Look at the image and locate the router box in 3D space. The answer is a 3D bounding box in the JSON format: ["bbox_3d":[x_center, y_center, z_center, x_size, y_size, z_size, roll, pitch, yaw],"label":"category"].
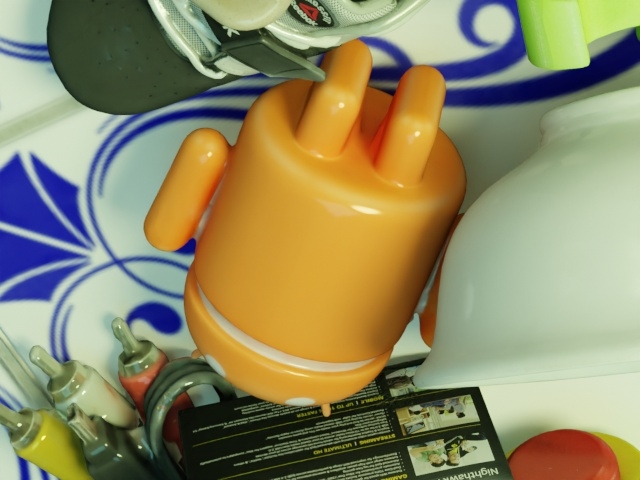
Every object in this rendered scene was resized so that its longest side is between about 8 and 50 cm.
[{"bbox_3d":[0.013,0.132,1.128,0.179,0.133,0.046,-12,121,-2],"label":"router box"}]

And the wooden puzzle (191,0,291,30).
[{"bbox_3d":[-0.067,-0.248,0.900,0.221,0.044,0.238,40,123,29],"label":"wooden puzzle"}]

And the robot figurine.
[{"bbox_3d":[0.002,0.001,1.075,0.158,0.128,0.219,-4,132,-34],"label":"robot figurine"}]

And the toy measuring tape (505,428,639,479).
[{"bbox_3d":[0.094,0.170,1.192,0.330,0.121,0.121,-2,123,25],"label":"toy measuring tape"}]

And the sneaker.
[{"bbox_3d":[-0.020,-0.144,0.977,0.331,0.146,0.122,-30,115,27],"label":"sneaker"}]

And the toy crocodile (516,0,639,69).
[{"bbox_3d":[0.258,-0.136,0.943,0.341,0.105,0.115,-1,122,-2],"label":"toy crocodile"}]

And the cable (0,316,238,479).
[{"bbox_3d":[-0.080,0.161,1.254,0.139,0.072,0.287,-31,126,7],"label":"cable"}]

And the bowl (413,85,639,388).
[{"bbox_3d":[0.188,-0.005,0.991,0.298,0.298,0.134,-8,83,14],"label":"bowl"}]
